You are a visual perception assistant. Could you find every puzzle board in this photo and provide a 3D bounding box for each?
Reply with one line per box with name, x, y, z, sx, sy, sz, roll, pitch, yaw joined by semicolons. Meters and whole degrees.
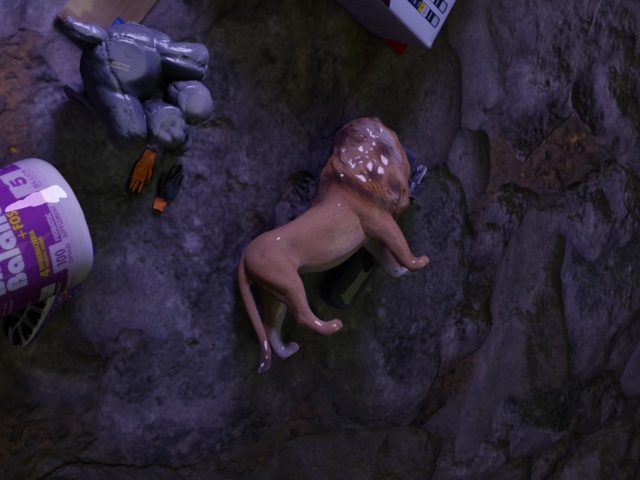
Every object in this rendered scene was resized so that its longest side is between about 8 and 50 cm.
puzzle board;-0.265;-0.305;1.399;0.128;0.011;0.096;-55;134;-9

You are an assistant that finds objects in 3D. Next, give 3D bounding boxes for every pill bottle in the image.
pill bottle;-0.433;0.027;1.277;0.302;0.169;0.169;-26;123;-31

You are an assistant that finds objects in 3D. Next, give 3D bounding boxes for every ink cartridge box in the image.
ink cartridge box;0.156;-0.455;1.621;0.272;0.130;0.309;32;85;-45

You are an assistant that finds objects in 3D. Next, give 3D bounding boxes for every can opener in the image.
can opener;0.085;-0.018;1.791;0.093;0.074;0.280;32;83;-9

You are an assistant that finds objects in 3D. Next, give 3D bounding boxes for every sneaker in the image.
sneaker;-0.347;0.069;1.444;0.170;0.068;0.071;-57;144;-5

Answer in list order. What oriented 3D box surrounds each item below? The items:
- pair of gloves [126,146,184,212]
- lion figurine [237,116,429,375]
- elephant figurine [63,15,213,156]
pair of gloves;-0.227;-0.083;1.521;0.083;0.010;0.074;29;87;-45
lion figurine;0.000;0.000;1.659;0.392;0.142;0.240;-37;94;-16
elephant figurine;-0.235;-0.186;1.385;0.169;0.239;0.186;-9;99;-17
